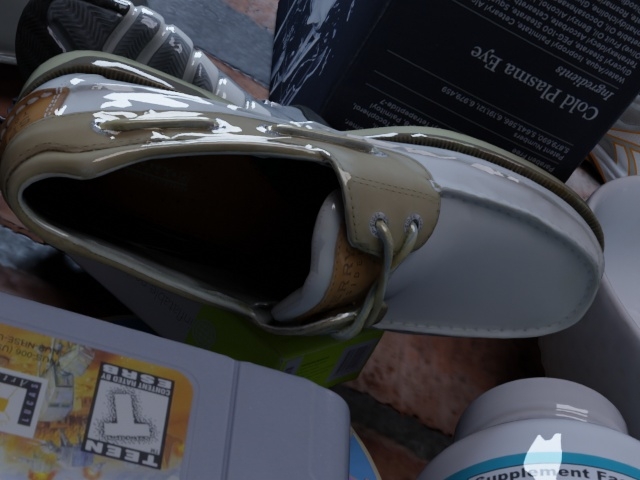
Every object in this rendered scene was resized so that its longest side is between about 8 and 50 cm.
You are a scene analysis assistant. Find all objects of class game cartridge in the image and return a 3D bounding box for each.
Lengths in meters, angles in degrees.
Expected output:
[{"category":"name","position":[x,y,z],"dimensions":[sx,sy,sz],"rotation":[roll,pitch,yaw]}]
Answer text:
[{"category":"game cartridge","position":[-0.128,0.107,0.396],"dimensions":[0.297,0.062,0.198],"rotation":[17,38,-14]}]

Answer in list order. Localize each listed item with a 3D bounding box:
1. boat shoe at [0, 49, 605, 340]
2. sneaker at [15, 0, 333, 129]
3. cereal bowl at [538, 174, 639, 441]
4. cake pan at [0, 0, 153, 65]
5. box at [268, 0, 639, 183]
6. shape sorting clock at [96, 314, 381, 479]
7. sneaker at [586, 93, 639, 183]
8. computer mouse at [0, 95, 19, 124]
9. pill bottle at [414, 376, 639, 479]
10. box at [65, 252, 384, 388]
[{"category":"boat shoe","position":[0.000,0.000,0.503],"dimensions":[0.302,0.113,0.103],"rotation":[12,25,-12]},{"category":"sneaker","position":[-0.065,-0.067,0.626],"dimensions":[0.228,0.086,0.132],"rotation":[35,13,-11]},{"category":"cereal bowl","position":[0.281,0.112,0.698],"dimensions":[0.339,0.141,0.339],"rotation":[21,32,-14]},{"category":"cake pan","position":[-0.244,-0.218,0.735],"dimensions":[0.293,0.054,0.293],"rotation":[21,29,-12]},{"category":"box","position":[0.105,-0.192,0.795],"dimensions":[0.179,0.312,0.343],"rotation":[23,33,-15]},{"category":"shape sorting clock","position":[-0.057,0.108,0.507],"dimensions":[0.206,0.040,0.206],"rotation":[23,33,-17]},{"category":"sneaker","position":[0.322,-0.104,1.048],"dimensions":[0.262,0.121,0.099],"rotation":[39,33,8]},{"category":"computer mouse","position":[-0.194,-0.088,0.646],"dimensions":[0.242,0.041,0.071],"rotation":[21,35,-18]},{"category":"pill bottle","position":[0.101,0.178,0.456],"dimensions":[0.146,0.146,0.264],"rotation":[27,32,-10]},{"category":"box","position":[-0.063,0.018,0.584],"dimensions":[0.178,0.042,0.109],"rotation":[37,22,23]}]
